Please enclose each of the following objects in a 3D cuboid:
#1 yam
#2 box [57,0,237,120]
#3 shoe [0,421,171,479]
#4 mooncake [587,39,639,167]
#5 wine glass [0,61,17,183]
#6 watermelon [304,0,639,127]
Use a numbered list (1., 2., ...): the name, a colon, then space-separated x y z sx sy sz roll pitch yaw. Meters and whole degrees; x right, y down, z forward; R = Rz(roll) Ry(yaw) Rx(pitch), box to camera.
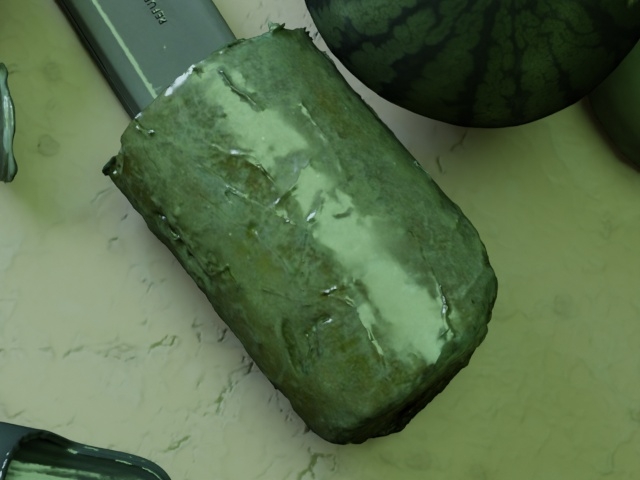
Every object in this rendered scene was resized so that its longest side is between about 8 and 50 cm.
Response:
1. yam: 0.000 0.000 1.355 0.195 0.195 0.300 -37 84 -19
2. box: -0.155 -0.202 1.446 0.103 0.055 0.244 -30 83 -19
3. shoe: -0.220 0.182 1.305 0.241 0.093 0.108 8 74 -12
4. mooncake: 0.348 -0.168 1.513 0.275 0.135 0.275 3 78 -14
5. wine glass: -0.323 -0.082 1.348 0.183 0.122 0.122 -1 75 -18
6. watermelon: 0.120 -0.221 1.352 0.279 0.359 0.279 0 99 -2
